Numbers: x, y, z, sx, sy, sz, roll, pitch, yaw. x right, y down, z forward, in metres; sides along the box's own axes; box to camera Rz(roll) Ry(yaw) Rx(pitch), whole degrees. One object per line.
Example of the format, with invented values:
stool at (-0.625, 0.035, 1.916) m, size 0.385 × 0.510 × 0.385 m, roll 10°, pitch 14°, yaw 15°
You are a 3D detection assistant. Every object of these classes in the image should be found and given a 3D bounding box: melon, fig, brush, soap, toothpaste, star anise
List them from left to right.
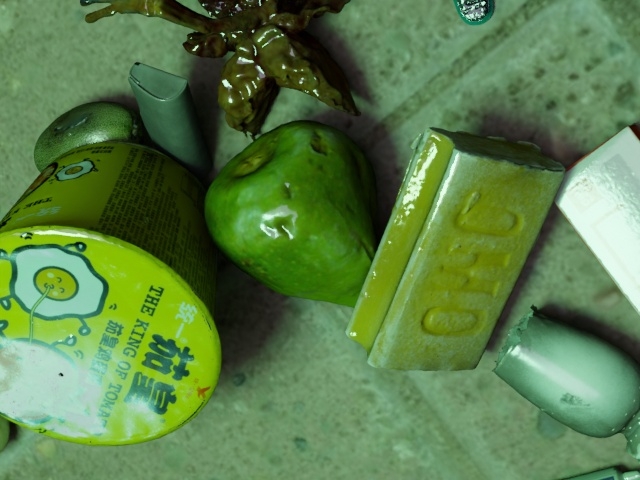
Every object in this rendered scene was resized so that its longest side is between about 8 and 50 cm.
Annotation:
melon at (-0.304, -0.125, 1.317) m, size 0.162 × 0.099 × 0.099 m, roll -16°, pitch 97°, yaw 24°
star anise at (-0.110, -0.237, 1.194) m, size 0.346 × 0.148 × 0.237 m, roll 18°, pitch 120°, yaw -15°
fig at (0.000, 0.000, 1.210) m, size 0.206 × 0.206 × 0.275 m, roll -27°, pitch 118°, yaw 20°
soap at (0.151, 0.016, 1.161) m, size 0.089 × 0.173 × 0.274 m, roll 49°, pitch 127°, yaw 49°
brush at (0.152, -0.341, 1.166) m, size 0.043 × 0.032 × 0.193 m, roll -18°, pitch 97°, yaw 20°
toothpaste at (0.305, 0.316, 1.259) m, size 0.197 × 0.035 × 0.057 m, roll -23°, pitch 104°, yaw 25°

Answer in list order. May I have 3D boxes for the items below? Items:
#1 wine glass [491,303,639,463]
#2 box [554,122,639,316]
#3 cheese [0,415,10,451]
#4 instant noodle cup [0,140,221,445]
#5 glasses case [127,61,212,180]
wine glass at (0.309, 0.166, 1.185) m, size 0.204 × 0.111 × 0.111 m, roll 31°, pitch 109°, yaw 7°
box at (0.371, -0.006, 1.140) m, size 0.123 × 0.050 × 0.229 m, roll -39°, pitch 79°, yaw 24°
cheese at (-0.614, 0.172, 1.345) m, size 0.104 × 0.384 × 0.384 m, roll -24°, pitch 94°, yaw 25°
instant noodle cup at (-0.260, 0.046, 1.216) m, size 0.325 × 0.254 × 0.326 m, roll 2°, pitch 127°, yaw 3°
glasses case at (-0.183, -0.141, 1.241) m, size 0.072 × 0.191 × 0.042 m, roll 26°, pitch 68°, yaw 16°
